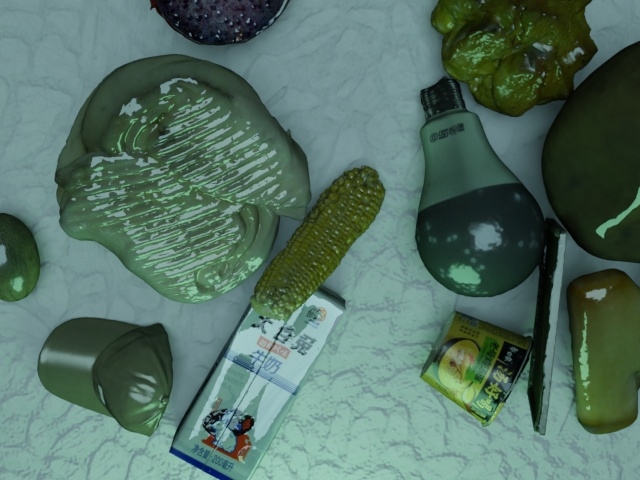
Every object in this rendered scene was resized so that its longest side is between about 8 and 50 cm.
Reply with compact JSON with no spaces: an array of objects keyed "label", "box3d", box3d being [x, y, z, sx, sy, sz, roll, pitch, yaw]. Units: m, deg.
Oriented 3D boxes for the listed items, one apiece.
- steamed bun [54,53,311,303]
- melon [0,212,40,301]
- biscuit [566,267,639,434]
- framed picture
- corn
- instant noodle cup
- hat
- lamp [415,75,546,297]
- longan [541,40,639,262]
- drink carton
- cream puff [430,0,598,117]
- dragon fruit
[{"label":"steamed bun","box3d":[-0.188,-0.109,1.322,0.324,0.219,0.310,32,111,-30]},{"label":"melon","box3d":[-0.454,0.024,1.380,0.098,0.098,0.131,-11,101,-1]},{"label":"biscuit","box3d":[0.484,0.152,1.407,0.236,0.062,0.291,-13,119,-2]},{"label":"framed picture","box3d":[0.318,0.113,1.365,0.019,0.209,0.281,5,99,8]},{"label":"corn","box3d":[0.000,0.000,1.346,0.086,0.086,0.288,43,58,-6]},{"label":"instant noodle cup","box3d":[0.225,0.179,1.409,0.122,0.151,0.151,30,95,6]},{"label":"hat","box3d":[-0.316,0.199,1.399,0.173,0.144,0.166,9,95,-26]},{"label":"lamp","box3d":[0.192,-0.066,1.369,0.182,0.182,0.314,-31,80,2]},{"label":"longan","box3d":[0.442,-0.116,1.276,0.288,0.350,0.288,3,61,-5]},{"label":"drink carton","box3d":[-0.091,0.195,1.410,0.130,0.106,0.315,30,95,-7]},{"label":"cream puff","box3d":[0.273,-0.302,1.334,0.244,0.196,0.244,1,66,-3]},{"label":"dragon fruit","box3d":[-0.152,-0.388,1.327,0.218,0.148,0.224,9,105,-27]}]
